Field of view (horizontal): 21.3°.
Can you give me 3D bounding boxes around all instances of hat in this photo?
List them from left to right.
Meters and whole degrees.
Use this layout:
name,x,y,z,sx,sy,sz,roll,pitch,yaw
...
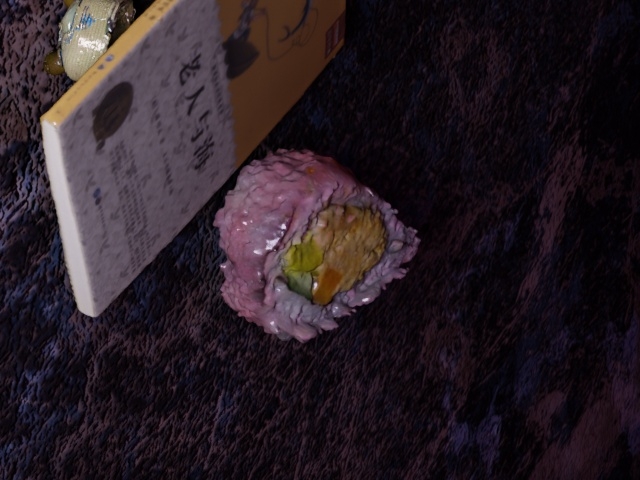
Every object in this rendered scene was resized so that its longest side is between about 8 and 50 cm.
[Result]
name,x,y,z,sx,sy,sz,roll,pitch,yaw
hat,-0.181,-0.161,1.334,0.076,0.059,0.077,-78,-175,-73

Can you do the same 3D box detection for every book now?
name,x,y,z,sx,sy,sz,roll,pitch,yaw
book,-0.093,-0.140,1.433,0.389,0.032,0.269,-51,158,-28

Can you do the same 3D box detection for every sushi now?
name,x,y,z,sx,sy,sz,roll,pitch,yaw
sushi,-0.002,-0.016,1.605,0.241,0.107,0.161,-30,130,-38
